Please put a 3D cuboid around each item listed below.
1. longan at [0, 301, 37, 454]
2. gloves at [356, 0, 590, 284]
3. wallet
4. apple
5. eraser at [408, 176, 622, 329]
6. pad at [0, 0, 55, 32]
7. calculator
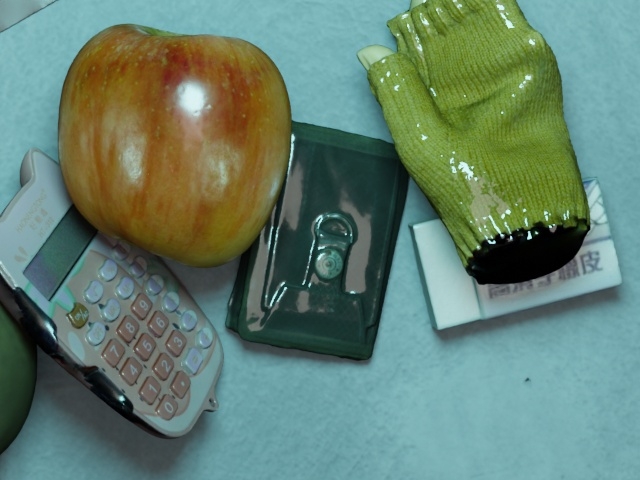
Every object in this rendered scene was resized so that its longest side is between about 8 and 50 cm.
[{"bbox_3d":[-0.404,0.125,1.818,0.246,0.215,0.246,-1,89,23],"label":"longan"},{"bbox_3d":[0.162,-0.126,1.864,0.203,0.155,0.356,-15,79,-7],"label":"gloves"},{"bbox_3d":[0.000,0.000,1.930,0.169,0.052,0.245,12,91,-9],"label":"wallet"},{"bbox_3d":[-0.151,-0.095,1.816,0.242,0.242,0.241,7,96,-5],"label":"apple"},{"bbox_3d":[0.212,0.014,1.937,0.210,0.068,0.124,-14,95,-3],"label":"eraser"},{"bbox_3d":[-0.345,-0.323,1.896,0.267,0.004,0.181,-29,96,-2],"label":"pad"},{"bbox_3d":[-0.224,0.067,1.840,0.048,0.220,0.329,-36,105,31],"label":"calculator"}]
